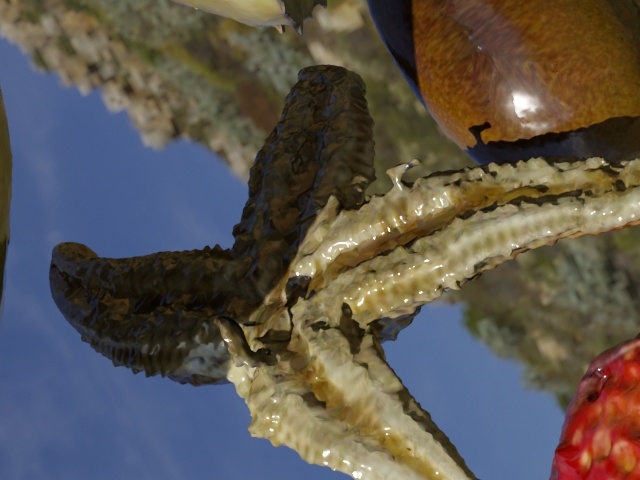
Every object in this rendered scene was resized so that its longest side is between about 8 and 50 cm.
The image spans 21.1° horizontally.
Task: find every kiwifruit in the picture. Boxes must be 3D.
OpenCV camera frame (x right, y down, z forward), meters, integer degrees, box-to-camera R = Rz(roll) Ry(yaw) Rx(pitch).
[{"bbox_3d":[0.063,-0.067,0.553,0.124,0.075,0.075,57,-166,23],"label":"kiwifruit"}]

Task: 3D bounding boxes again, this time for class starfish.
[{"bbox_3d":[0.000,-0.003,0.543,0.247,0.138,0.050,23,156,49],"label":"starfish"}]

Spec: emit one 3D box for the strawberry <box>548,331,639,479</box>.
[{"bbox_3d":[0.212,0.171,0.990,0.205,0.205,0.244,26,-132,-63],"label":"strawberry"}]

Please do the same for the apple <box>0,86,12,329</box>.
[{"bbox_3d":[-0.220,0.006,0.506,0.286,0.233,0.286,6,-90,-87],"label":"apple"}]

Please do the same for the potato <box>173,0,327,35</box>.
[{"bbox_3d":[-0.125,-0.263,0.939,0.301,0.237,0.289,74,-160,-44],"label":"potato"}]
